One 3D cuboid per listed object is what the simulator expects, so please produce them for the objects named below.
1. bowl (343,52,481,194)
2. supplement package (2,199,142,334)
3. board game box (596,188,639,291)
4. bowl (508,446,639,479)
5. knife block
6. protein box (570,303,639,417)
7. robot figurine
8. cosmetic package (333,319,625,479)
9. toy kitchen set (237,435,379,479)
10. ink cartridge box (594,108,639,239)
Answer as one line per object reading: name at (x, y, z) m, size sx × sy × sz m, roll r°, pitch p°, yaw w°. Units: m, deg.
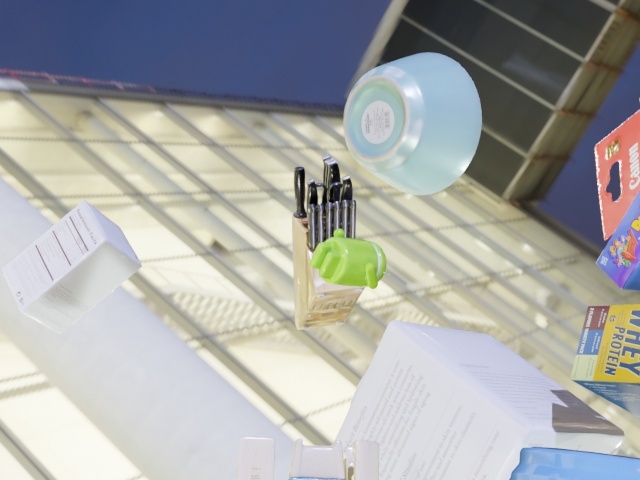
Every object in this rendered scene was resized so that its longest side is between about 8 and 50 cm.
bowl at (0.168, -0.253, 2.117) m, size 0.163 × 0.311 × 0.311 m, roll 1°, pitch -56°, yaw -47°
supplement package at (-0.399, 0.044, 1.606) m, size 0.179 × 0.105 × 0.105 m, roll -39°, pitch -37°, yaw 3°
board game box at (0.671, -0.015, 1.711) m, size 0.347 × 0.078 × 0.233 m, roll 8°, pitch -60°, yaw -30°
bowl at (0.476, 0.366, 1.474) m, size 0.391 × 0.391 × 0.077 m, roll 36°, pitch -120°, yaw -65°
knife block at (0.000, 0.000, 1.719) m, size 0.088 × 0.242 × 0.275 m, roll -6°, pitch -23°, yaw -13°
protein box at (0.560, 0.204, 1.629) m, size 0.201 × 0.200 × 0.136 m, roll 29°, pitch -110°, yaw -29°
robot figurine at (0.043, 0.030, 1.385) m, size 0.115 × 0.101 × 0.067 m, roll 7°, pitch -65°, yaw -38°
cosmetic package at (0.294, 0.398, 1.943) m, size 0.327 × 0.394 × 0.329 m, roll 11°, pitch -72°, yaw -42°
toy kitchen set at (-0.021, 0.364, 1.493) m, size 0.166 × 0.207 × 0.122 m, roll 105°, pitch 168°, yaw -73°
ink cartridge box at (0.717, -0.178, 1.956) m, size 0.385 × 0.091 × 0.308 m, roll -36°, pitch -39°, yaw -9°
